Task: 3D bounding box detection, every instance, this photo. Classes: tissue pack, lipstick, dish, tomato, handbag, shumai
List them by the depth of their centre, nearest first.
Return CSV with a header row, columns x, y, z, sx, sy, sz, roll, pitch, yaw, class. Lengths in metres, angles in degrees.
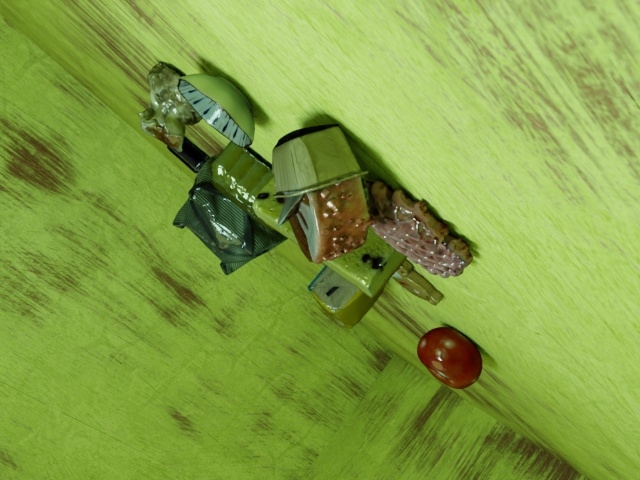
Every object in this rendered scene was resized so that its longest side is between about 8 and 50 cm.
x,y,z,sx,sy,sz,roll,pitch,yaw,class
-0.185,-0.262,1.074,0.190,0.066,0.191,37,170,8,dish
-0.357,-0.309,1.310,0.161,0.153,0.209,35,171,-28,shumai
0.368,0.328,1.580,0.195,0.136,0.195,39,169,9,tomato
0.084,0.137,1.608,0.134,0.192,0.271,37,172,20,tissue pack
-0.269,-0.072,1.695,0.340,0.240,0.247,45,139,-7,handbag
-0.421,-0.266,2.011,0.299,0.081,0.081,41,172,-2,lipstick

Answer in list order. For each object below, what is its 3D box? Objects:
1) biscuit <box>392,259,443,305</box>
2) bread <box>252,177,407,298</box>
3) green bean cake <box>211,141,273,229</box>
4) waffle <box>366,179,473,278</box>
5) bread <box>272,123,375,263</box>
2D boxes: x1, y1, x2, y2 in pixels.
x,y,z,sx,sy,sz,roll,pitch,yaw,class
0.189,0.075,1.359,0.249,0.035,0.184,40,172,-12,biscuit
0.011,-0.034,1.188,0.361,0.138,0.077,34,169,30,bread
-0.177,-0.138,1.496,0.236,0.124,0.233,38,172,1,green bean cake
0.150,-0.017,0.963,0.234,0.055,0.221,41,170,3,waffle
-0.007,-0.072,0.907,0.224,0.142,0.212,-170,65,-74,bread
